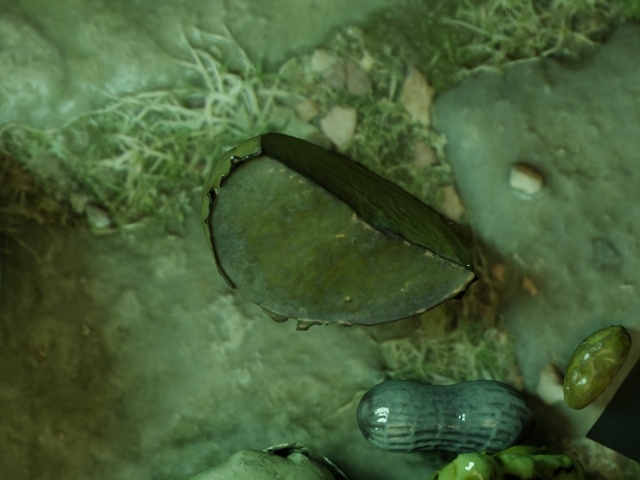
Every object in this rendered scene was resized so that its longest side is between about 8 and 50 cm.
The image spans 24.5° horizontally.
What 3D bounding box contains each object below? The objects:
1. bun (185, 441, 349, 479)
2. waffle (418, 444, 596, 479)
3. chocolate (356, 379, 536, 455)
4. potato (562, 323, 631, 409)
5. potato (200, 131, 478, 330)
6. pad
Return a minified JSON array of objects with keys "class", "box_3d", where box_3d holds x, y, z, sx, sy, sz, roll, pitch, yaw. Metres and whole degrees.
[{"class":"bun","box_3d":[-0.069,0.289,1.371,0.239,0.141,0.239,-13,128,-18]},{"class":"waffle","box_3d":[0.119,0.296,1.350,0.297,0.073,0.317,-50,147,16]},{"class":"chocolate","box_3d":[0.117,0.163,1.360,0.167,0.072,0.072,2,114,1]},{"class":"potato","box_3d":[0.251,0.114,1.353,0.046,0.045,0.092,30,107,-14]},{"class":"potato","box_3d":[0.000,0.000,1.273,0.243,0.098,0.138,29,114,-19]},{"class":"pad","box_3d":[0.364,0.184,1.408,0.193,0.004,0.116,26,111,-12]}]
